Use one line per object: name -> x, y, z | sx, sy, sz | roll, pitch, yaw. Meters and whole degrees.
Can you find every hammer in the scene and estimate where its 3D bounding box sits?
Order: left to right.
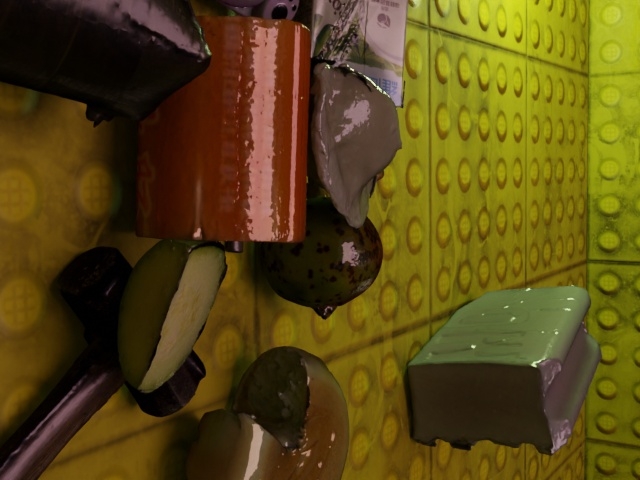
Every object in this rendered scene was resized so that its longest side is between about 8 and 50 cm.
hammer -> -0.308, 0.219, 1.001 | 0.408, 0.095, 0.242 | -55, 135, -38

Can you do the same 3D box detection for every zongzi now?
zongzi -> -0.335, -0.362, 0.875 | 0.403, 0.208, 0.432 | 7, 66, -46

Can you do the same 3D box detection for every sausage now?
sausage -> -0.129, -0.143, 1.133 | 0.233, 0.233, 0.287 | 1, 92, -58

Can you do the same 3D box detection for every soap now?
soap -> 0.430, 0.283, 1.956 | 0.435, 0.350, 0.212 | -34, 113, -53

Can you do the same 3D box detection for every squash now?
squash -> -0.189, 0.075, 1.025 | 0.184, 0.085, 0.191 | -5, 117, -81

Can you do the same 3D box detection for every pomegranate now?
pomegranate -> -0.003, 0.002, 1.403 | 0.198, 0.198, 0.246 | 58, 10, -42

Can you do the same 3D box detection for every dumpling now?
dumpling -> 0.020, -0.147, 1.281 | 0.204, 0.163, 0.293 | -62, 155, -8

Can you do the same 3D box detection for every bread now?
bread -> -0.083, 0.331, 1.293 | 0.333, 0.160, 0.332 | -8, 100, -56

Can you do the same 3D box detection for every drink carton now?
drink carton -> 0.035, -0.385, 1.414 | 0.194, 0.132, 0.324 | 6, 86, -32

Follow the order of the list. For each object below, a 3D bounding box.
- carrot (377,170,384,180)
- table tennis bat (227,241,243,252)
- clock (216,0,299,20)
carrot -> 0.072, -0.122, 1.614 | 0.210, 0.061, 0.061 | -13, 102, -61
table tennis bat -> -0.127, -0.098, 1.332 | 0.131, 0.022, 0.234 | 13, 78, -58
clock -> -0.092, -0.447, 1.198 | 0.228, 0.090, 0.247 | 20, 104, -45
